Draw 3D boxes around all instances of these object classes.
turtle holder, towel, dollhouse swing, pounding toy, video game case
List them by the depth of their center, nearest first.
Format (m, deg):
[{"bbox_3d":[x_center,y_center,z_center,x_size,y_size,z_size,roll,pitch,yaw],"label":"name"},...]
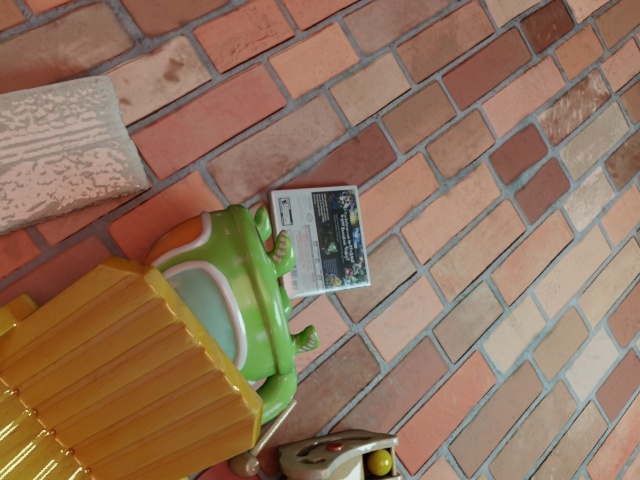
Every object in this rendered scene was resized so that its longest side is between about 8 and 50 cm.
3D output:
[{"bbox_3d":[-0.299,0.243,0.630,0.346,0.305,0.315,55,38,-11],"label":"dollhouse swing"},{"bbox_3d":[-0.407,-0.117,0.782,0.282,0.049,0.187,-22,96,-27],"label":"towel"},{"bbox_3d":[-0.145,0.113,0.806,0.228,0.243,0.320,-17,129,-13],"label":"turtle holder"},{"bbox_3d":[0.004,0.337,0.874,0.270,0.154,0.154,-2,86,-27],"label":"pounding toy"},{"bbox_3d":[0.000,0.000,0.983,0.173,0.022,0.190,-6,86,-26],"label":"video game case"}]
